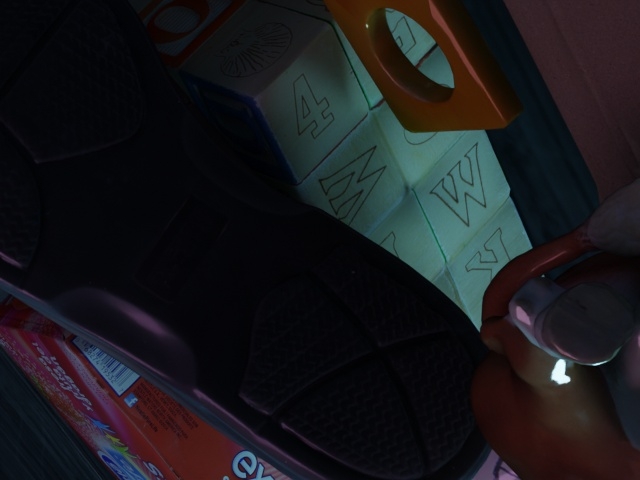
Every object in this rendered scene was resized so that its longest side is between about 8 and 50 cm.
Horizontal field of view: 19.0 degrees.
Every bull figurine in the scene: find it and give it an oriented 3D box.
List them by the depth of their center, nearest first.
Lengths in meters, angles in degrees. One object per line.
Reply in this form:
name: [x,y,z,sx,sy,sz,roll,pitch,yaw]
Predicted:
bull figurine: [0.174,0.089,0.515,0.310,0.101,0.188,28,162,13]

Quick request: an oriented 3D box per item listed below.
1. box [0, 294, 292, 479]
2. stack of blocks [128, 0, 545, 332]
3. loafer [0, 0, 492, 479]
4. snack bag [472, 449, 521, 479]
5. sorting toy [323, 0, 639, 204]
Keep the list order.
box: [-0.041,0.096,1.026,0.257,0.128,0.122,52,159,-22]
stack of blocks: [0.000,0.000,0.816,0.171,0.087,0.297,23,151,42]
loafer: [-0.072,-0.007,0.674,0.302,0.109,0.095,40,162,3]
snack bag: [0.175,0.204,0.744,0.342,0.037,0.323,47,133,1]
sorting toy: [0.120,-0.067,0.526,0.347,0.047,0.196,17,142,50]
